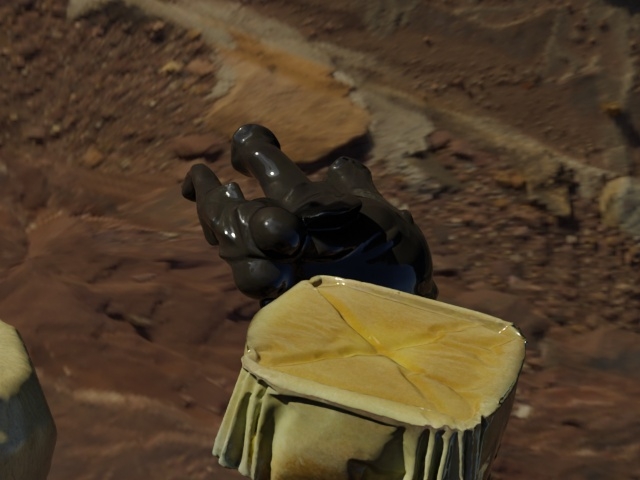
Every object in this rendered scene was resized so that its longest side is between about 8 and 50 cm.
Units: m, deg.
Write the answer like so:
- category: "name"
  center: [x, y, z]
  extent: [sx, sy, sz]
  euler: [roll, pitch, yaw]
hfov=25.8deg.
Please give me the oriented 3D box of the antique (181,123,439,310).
- category: "antique"
  center: [0.000, 0.000, 1.678]
  extent: [0.322, 0.255, 0.185]
  euler: [19, 113, -22]

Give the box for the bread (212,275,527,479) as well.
- category: "bread"
  center: [0.039, 0.122, 1.053]
  extent: [0.210, 0.192, 0.109]
  euler: [12, 116, 14]

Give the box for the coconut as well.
- category: "coconut"
  center: [-0.362, 0.185, 1.375]
  extent: [0.224, 0.224, 0.224]
  euler: [0, 89, -12]
